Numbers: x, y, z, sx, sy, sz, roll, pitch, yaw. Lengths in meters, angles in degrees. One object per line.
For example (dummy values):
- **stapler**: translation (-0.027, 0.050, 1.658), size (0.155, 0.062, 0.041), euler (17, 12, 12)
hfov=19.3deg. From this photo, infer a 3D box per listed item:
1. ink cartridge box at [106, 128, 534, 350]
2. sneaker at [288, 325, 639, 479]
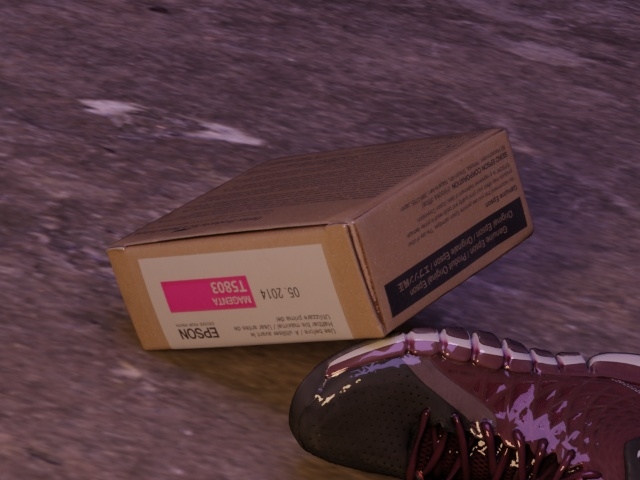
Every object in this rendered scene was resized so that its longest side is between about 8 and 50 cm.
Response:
- **ink cartridge box**: translation (0.000, 0.000, 1.330), size (0.235, 0.088, 0.193), euler (-5, 19, 42)
- **sneaker**: translation (0.128, 0.143, 1.207), size (0.281, 0.106, 0.162), euler (0, 36, -13)
